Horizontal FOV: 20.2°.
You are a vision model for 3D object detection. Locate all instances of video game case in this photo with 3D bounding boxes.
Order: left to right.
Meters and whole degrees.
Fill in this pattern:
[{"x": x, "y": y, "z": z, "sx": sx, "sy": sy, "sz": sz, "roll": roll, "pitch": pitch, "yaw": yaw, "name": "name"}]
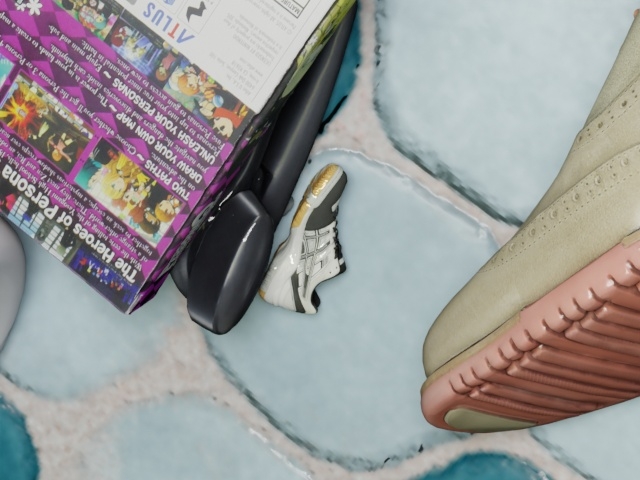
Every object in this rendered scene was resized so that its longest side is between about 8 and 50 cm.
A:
[{"x": -0.121, "y": -0.115, "z": 0.851, "sx": 0.232, "sy": 0.042, "sz": 0.210, "roll": 38, "pitch": 114, "yaw": 7, "name": "video game case"}]

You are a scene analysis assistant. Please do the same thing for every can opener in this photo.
[{"x": -0.026, "y": -0.044, "z": 0.906, "sx": 0.073, "sy": 0.059, "sz": 0.186, "roll": 30, "pitch": 101, "yaw": 39, "name": "can opener"}]

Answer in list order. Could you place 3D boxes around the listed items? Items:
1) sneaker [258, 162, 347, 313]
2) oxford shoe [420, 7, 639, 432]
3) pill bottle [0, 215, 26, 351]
[{"x": 0.000, "y": 0.000, "z": 0.921, "sx": 0.037, "sy": 0.032, "sz": 0.083, "roll": 25, "pitch": 114, "yaw": -2, "name": "sneaker"}, {"x": 0.184, "y": -0.053, "z": 0.814, "sx": 0.397, "sy": 0.140, "sz": 0.146, "roll": -40, "pitch": 56, "yaw": 26, "name": "oxford shoe"}, {"x": -0.353, "y": -0.016, "z": 0.937, "sx": 0.363, "sy": 0.210, "sz": 0.210, "roll": 34, "pitch": 110, "yaw": 9, "name": "pill bottle"}]
